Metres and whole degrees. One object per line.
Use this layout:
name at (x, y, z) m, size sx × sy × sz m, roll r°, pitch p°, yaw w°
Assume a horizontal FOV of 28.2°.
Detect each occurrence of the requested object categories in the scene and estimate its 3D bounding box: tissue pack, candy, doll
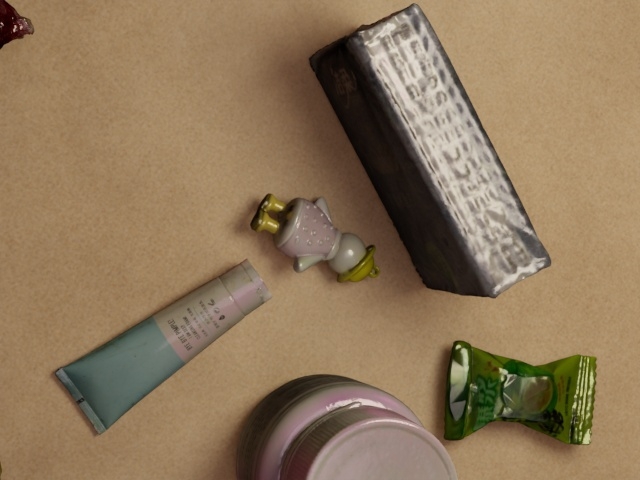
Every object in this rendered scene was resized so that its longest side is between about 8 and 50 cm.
tissue pack at (0.144, -0.119, 1.764) m, size 0.124 × 0.288 × 0.394 m, roll -29°, pitch 98°, yaw -11°
candy at (0.301, 0.235, 1.924) m, size 0.246 × 0.069 × 0.149 m, roll 6°, pitch 84°, yaw -10°
doll at (0.000, 0.000, 1.833) m, size 0.207 × 0.081 × 0.129 m, roll 30°, pitch 58°, yaw -18°

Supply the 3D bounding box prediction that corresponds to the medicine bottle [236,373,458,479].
medicine bottle at (0.035, 0.318, 1.720) m, size 0.256 × 0.325 × 0.256 m, roll 0°, pitch 89°, yaw -16°

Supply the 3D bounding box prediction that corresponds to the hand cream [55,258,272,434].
hand cream at (-0.212, 0.143, 1.796) m, size 0.312 × 0.070 × 0.111 m, roll -33°, pitch 100°, yaw -4°

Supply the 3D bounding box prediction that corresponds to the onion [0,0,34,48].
onion at (-0.475, -0.284, 1.668) m, size 0.195 × 0.159 × 0.159 m, roll -1°, pitch 91°, yaw -23°

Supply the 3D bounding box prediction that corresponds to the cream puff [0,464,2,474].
cream puff at (-0.500, 0.320, 1.689) m, size 0.121 × 0.156 × 0.156 m, roll -32°, pitch 101°, yaw 30°
